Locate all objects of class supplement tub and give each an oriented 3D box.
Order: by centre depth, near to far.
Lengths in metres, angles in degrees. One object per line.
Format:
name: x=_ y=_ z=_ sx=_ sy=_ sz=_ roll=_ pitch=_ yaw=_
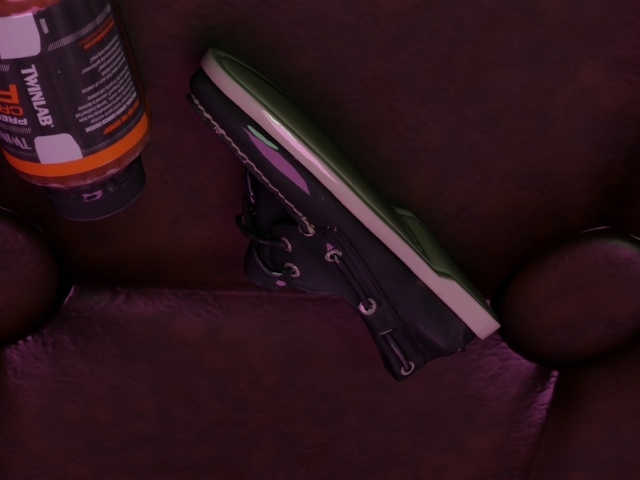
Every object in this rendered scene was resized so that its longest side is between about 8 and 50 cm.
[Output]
supplement tub: x=-0.172 y=-0.108 z=0.950 sx=0.106 sy=0.106 sz=0.197 roll=-12 pitch=130 yaw=2

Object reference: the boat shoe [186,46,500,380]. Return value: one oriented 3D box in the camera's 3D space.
boat shoe: x=-0.001 y=-0.002 z=1.050 sx=0.113 sy=0.127 sz=0.340 roll=-40 pitch=134 yaw=9
